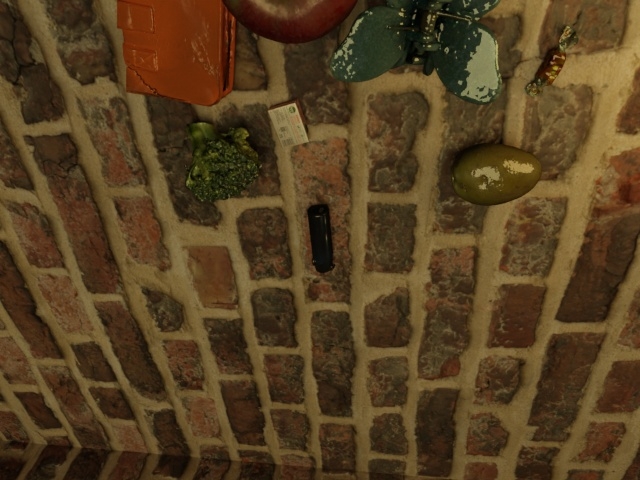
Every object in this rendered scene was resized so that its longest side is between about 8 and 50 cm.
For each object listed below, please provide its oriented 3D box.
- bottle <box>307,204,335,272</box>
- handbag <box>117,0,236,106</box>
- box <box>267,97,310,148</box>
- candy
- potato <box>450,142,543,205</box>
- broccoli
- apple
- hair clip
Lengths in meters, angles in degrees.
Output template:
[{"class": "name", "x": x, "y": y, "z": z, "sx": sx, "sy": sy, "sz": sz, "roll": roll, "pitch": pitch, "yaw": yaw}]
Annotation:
[{"class": "bottle", "x": 0.000, "y": 0.000, "z": 1.628, "sx": 0.082, "sy": 0.072, "sz": 0.244, "roll": 6, "pitch": 126, "yaw": 19}, {"class": "handbag", "x": -0.378, "y": -0.570, "z": 1.271, "sx": 0.304, "sy": 0.116, "sz": 0.410, "roll": 12, "pitch": 125, "yaw": 4}, {"class": "box", "x": -0.090, "y": -0.340, "z": 1.423, "sx": 0.089, "sy": 0.043, "sz": 0.125, "roll": -10, "pitch": 122, "yaw": 16}, {"class": "candy", "x": 0.591, "y": -0.447, "z": 1.240, "sx": 0.053, "sy": 0.046, "sz": 0.182, "roll": 20, "pitch": 127, "yaw": -3}, {"class": "potato", "x": 0.498, "y": -0.188, "z": 1.371, "sx": 0.251, "sy": 0.159, "sz": 0.174, "roll": -5, "pitch": 148, "yaw": 2}, {"class": "broccoli", "x": -0.303, "y": -0.243, "z": 1.462, "sx": 0.288, "sy": 0.248, "sz": 0.245, "roll": -22, "pitch": 83, "yaw": 33}, {"class": "apple", "x": -0.067, "y": -0.614, "z": 1.091, "sx": 0.345, "sy": 0.269, "sz": 0.344, "roll": 6, "pitch": 129, "yaw": 8}, {"class": "hair clip", "x": 0.238, "y": -0.525, "z": 1.122, "sx": 0.392, "sy": 0.238, "sz": 0.318, "roll": 8, "pitch": 125, "yaw": 0}]
